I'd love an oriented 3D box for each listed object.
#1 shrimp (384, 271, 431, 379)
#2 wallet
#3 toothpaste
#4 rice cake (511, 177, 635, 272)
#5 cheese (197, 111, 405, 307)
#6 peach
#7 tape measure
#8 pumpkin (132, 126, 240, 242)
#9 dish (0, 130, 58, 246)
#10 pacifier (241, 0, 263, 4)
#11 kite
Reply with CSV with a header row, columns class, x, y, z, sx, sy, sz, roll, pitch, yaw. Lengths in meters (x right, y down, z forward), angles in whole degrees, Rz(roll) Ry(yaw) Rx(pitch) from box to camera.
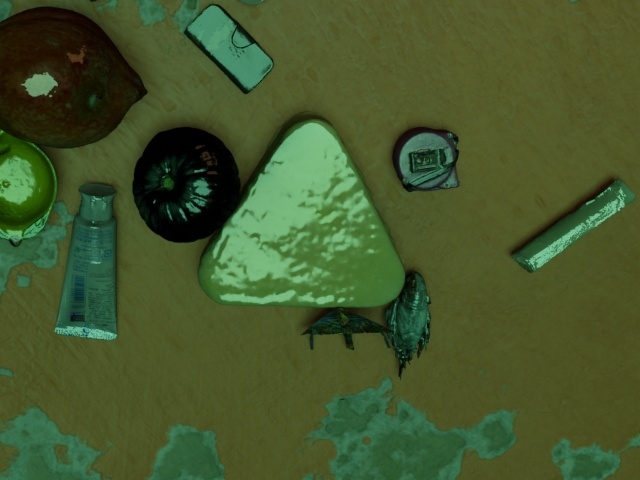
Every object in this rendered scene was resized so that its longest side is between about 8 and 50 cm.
class,x,y,z,sx,sy,sz,roll,pitch,yaw
shrimp,0.167,0.170,1.651,0.090,0.079,0.232,6,110,-5
wallet,-0.157,-0.336,1.483,0.082,0.018,0.156,-43,106,6
toothpaste,-0.416,0.046,1.546,0.114,0.073,0.299,7,113,-10
rice cake,0.486,-0.026,1.640,0.256,0.052,0.057,-37,105,4
cheese,-0.001,0.001,1.559,0.384,0.104,0.383,-2,107,-7
peach,-0.411,-0.255,1.369,0.257,0.232,0.232,1,107,3
tape measure,0.196,-0.149,1.555,0.125,0.074,0.118,-11,107,-6
pumpkin,-0.231,-0.096,1.471,0.202,0.140,0.201,-1,88,24
dish,-0.530,-0.098,1.476,0.149,0.080,0.207,1,105,-12
pacifier,-0.112,-0.449,1.425,0.081,0.078,0.099,41,99,5
kite,0.047,0.166,1.606,0.183,0.010,0.160,-3,143,10
